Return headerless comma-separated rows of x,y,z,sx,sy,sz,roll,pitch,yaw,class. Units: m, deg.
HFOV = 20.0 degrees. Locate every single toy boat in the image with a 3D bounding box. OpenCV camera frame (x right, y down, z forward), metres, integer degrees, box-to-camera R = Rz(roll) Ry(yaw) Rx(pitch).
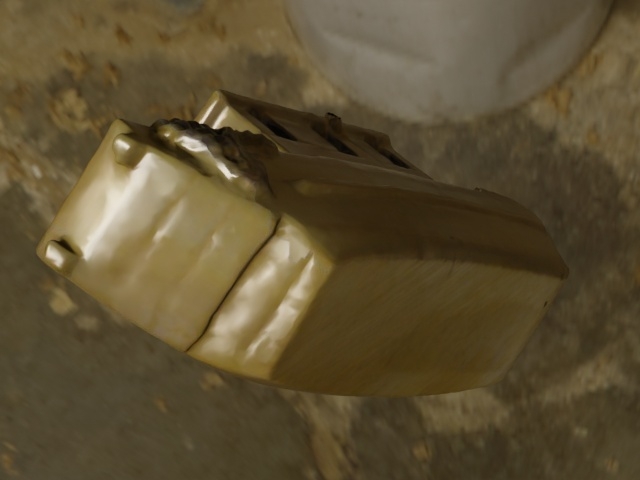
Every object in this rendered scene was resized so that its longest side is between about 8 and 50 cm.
0.000,0.000,0.465,0.077,0.200,0.057,39,105,25,toy boat
